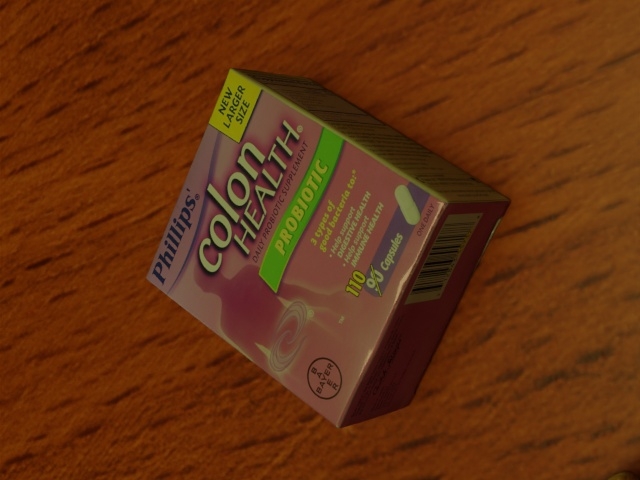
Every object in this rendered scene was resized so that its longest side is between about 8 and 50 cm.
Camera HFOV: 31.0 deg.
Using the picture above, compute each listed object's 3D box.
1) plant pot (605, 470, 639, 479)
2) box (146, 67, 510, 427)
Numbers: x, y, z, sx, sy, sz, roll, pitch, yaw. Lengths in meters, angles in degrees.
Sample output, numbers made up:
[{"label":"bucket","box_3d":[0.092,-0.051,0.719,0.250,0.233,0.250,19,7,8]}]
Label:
[{"label":"plant pot","box_3d":[0.232,0.304,0.825,0.188,0.205,0.205,39,114,10]},{"label":"box","box_3d":[0.000,0.000,1.002,0.243,0.117,0.214,35,111,28]}]
